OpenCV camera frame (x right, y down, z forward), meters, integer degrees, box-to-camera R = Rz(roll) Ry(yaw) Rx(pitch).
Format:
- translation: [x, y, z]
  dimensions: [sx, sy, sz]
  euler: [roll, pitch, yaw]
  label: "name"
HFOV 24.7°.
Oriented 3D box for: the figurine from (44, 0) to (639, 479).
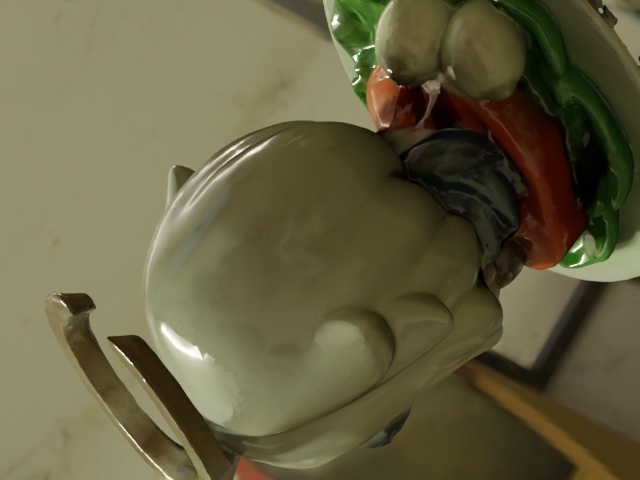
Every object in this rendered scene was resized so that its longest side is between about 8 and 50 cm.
- translation: [0.000, 0.000, 0.376]
  dimensions: [0.132, 0.154, 0.132]
  euler: [40, 157, 20]
  label: "figurine"
